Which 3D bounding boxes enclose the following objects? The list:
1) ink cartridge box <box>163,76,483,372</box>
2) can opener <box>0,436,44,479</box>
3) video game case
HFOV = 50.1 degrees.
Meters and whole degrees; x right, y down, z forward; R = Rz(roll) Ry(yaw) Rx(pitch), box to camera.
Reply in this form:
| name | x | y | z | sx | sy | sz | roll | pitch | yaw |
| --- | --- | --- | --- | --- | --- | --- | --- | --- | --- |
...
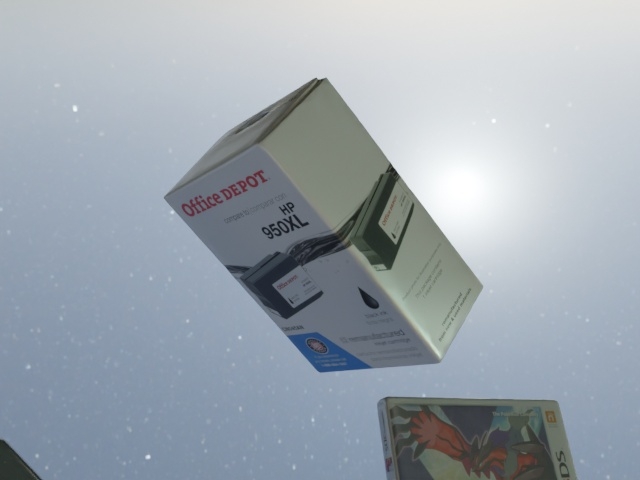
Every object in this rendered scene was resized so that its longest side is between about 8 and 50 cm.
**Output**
| name | x | y | z | sx | sy | sz | roll | pitch | yaw |
| --- | --- | --- | --- | --- | --- | --- | --- | --- | --- |
| ink cartridge box | 0.000 | 0.000 | 1.015 | 0.285 | 0.395 | 0.166 | -18 | -153 | 51 |
| can opener | -0.120 | 0.221 | 0.432 | 0.076 | 0.283 | 0.095 | -26 | -164 | 37 |
| video game case | 0.152 | 0.232 | 0.607 | 0.201 | 0.023 | 0.184 | 6 | -120 | -24 |
